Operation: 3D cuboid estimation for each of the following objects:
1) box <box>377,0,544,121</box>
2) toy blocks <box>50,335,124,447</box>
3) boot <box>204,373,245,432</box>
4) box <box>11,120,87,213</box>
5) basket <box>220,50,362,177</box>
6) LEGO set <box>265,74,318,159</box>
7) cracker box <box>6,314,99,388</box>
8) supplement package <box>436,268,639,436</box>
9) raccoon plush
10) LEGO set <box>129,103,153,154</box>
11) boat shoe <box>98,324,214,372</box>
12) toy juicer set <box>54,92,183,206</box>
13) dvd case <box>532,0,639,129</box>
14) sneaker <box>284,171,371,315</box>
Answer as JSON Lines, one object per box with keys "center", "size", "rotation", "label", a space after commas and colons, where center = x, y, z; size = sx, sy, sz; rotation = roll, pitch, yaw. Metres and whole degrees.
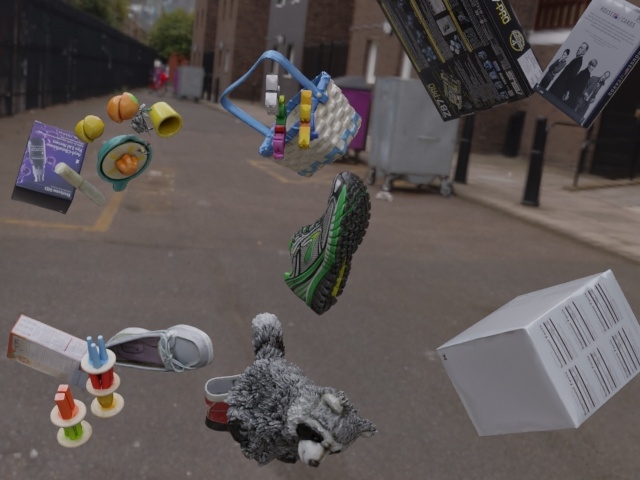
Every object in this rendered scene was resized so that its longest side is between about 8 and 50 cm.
{"center": [0.348, -0.513, 1.813], "size": [0.097, 0.395, 0.318], "rotation": [-41, 17, -30], "label": "box"}
{"center": [-0.359, 0.225, 1.091], "size": [0.054, 0.148, 0.123], "rotation": [21, 40, 25], "label": "toy blocks"}
{"center": [-0.187, 0.439, 1.922], "size": [0.244, 0.176, 0.088], "rotation": [-3, 37, -11], "label": "boot"}
{"center": [-0.741, -0.198, 1.974], "size": [0.153, 0.207, 0.108], "rotation": [16, -25, -24], "label": "box"}
{"center": [-0.073, -0.298, 1.695], "size": [0.289, 0.201, 0.254], "rotation": [33, -30, -23], "label": "basket"}
{"center": [-0.049, -0.202, 1.302], "size": [0.087, 0.093, 0.227], "rotation": [2, -16, 3], "label": "LEGO set"}
{"center": [-0.732, 0.308, 1.973], "size": [0.232, 0.156, 0.067], "rotation": [26, 48, -9], "label": "cracker box"}
{"center": [0.323, 0.165, 1.043], "size": [0.203, 0.149, 0.194], "rotation": [-25, -3, -33], "label": "supplement package"}
{"center": [-0.047, 0.306, 1.634], "size": [0.299, 0.446, 0.216], "rotation": [-26, -35, 25], "label": "raccoon plush"}
{"center": [-0.296, -0.180, 1.173], "size": [0.054, 0.083, 0.023], "rotation": [4, 16, 45], "label": "LEGO set"}
{"center": [-0.405, 0.275, 1.773], "size": [0.320, 0.118, 0.103], "rotation": [1, 15, 28], "label": "boat shoe"}
{"center": [-0.477, -0.193, 1.636], "size": [0.089, 0.329, 0.209], "rotation": [53, 20, 27], "label": "toy juicer set"}
{"center": [0.554, -0.369, 1.455], "size": [0.029, 0.239, 0.179], "rotation": [16, 28, -32], "label": "dvd case"}
{"center": [0.000, 0.000, 1.539], "size": [0.146, 0.344, 0.134], "rotation": [32, 33, 18], "label": "sneaker"}
